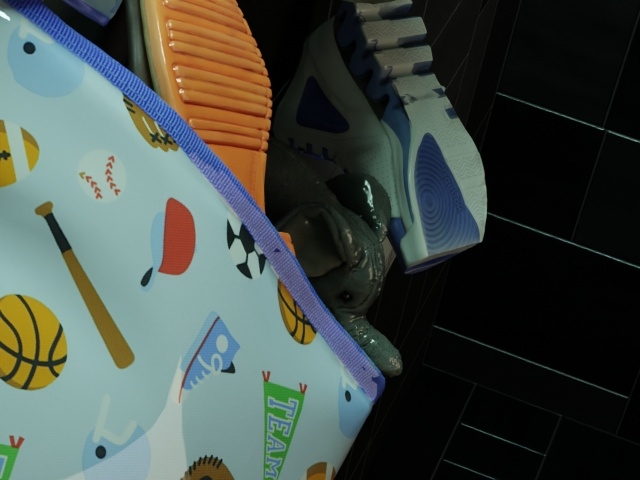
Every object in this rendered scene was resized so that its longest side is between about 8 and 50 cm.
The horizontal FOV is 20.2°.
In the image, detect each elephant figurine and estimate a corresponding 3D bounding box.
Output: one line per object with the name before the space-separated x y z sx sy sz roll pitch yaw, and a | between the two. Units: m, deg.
elephant figurine | 0.000 0.000 1.821 0.186 0.239 0.169 90 23 -61

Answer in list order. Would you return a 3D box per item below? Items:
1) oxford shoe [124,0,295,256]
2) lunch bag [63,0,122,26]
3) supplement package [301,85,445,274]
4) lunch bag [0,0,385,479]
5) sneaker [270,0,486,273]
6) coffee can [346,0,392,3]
oxford shoe | -0.113 -0.056 1.318 0.130 0.132 0.364 14 61 -52
lunch bag | -0.146 -0.207 0.954 0.129 0.096 0.151 -57 148 3
supplement package | 0.026 -0.053 2.119 0.204 0.145 0.262 99 16 -45
lunch bag | -0.186 0.081 1.008 0.385 0.239 0.328 56 51 -41
sneaker | 0.053 -0.108 1.946 0.127 0.316 0.182 -8 167 -44
coffee can | 0.055 -0.368 1.519 0.201 0.201 0.275 92 21 -60
